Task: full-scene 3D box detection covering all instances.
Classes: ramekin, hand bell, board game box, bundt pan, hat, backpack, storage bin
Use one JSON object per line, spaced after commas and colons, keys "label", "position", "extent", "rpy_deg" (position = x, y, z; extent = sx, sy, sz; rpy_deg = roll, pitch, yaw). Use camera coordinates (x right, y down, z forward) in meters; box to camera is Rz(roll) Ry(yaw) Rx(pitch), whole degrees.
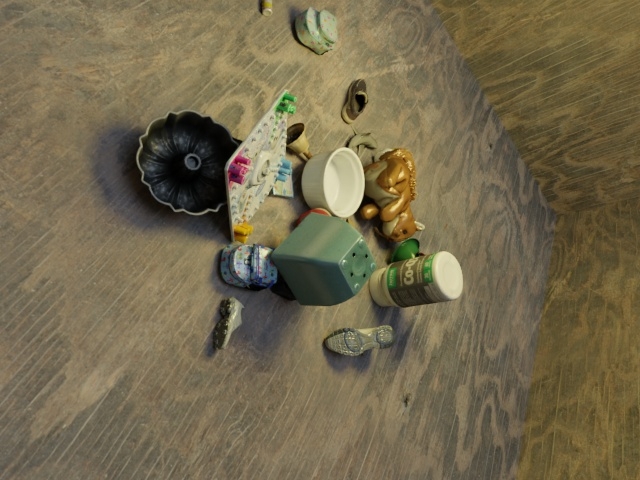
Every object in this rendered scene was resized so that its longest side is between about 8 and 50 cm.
{"label": "ramekin", "position": [0.048, -0.232, 1.969], "extent": [0.277, 0.135, 0.277], "rpy_deg": [-7, 99, -51]}
{"label": "hand bell", "position": [-0.052, -0.350, 1.994], "extent": [0.242, 0.126, 0.126], "rpy_deg": [48, 48, -39]}
{"label": "board game box", "position": [-0.157, -0.243, 1.890], "extent": [0.103, 0.026, 0.154], "rpy_deg": [5, 74, -44]}
{"label": "bundt pan", "position": [-0.415, -0.231, 1.524], "extent": [0.331, 0.124, 0.330], "rpy_deg": [5, 81, -30]}
{"label": "hat", "position": [0.441, 0.103, 2.213], "extent": [0.208, 0.183, 0.173], "rpy_deg": [18, 108, -50]}
{"label": "backpack", "position": [-0.243, 0.082, 1.638], "extent": [0.173, 0.117, 0.158], "rpy_deg": [20, 65, -39]}
{"label": "backpack", "position": [-0.016, -0.944, 2.176], "extent": [0.188, 0.144, 0.165], "rpy_deg": [8, 77, -40]}
{"label": "storage bin", "position": [-0.101, 0.119, 1.791], "extent": [0.122, 0.084, 0.180], "rpy_deg": [31, 58, -34]}
{"label": "board game box", "position": [-0.187, -0.234, 1.612], "extent": [0.050, 0.390, 0.390], "rpy_deg": [23, 57, 9]}

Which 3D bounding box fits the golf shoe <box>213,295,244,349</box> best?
{"label": "golf shoe", "position": [-0.287, 0.272, 1.572], "extent": [0.086, 0.069, 0.176], "rpy_deg": [35, 56, -40]}

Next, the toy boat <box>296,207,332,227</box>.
{"label": "toy boat", "position": [0.000, 0.000, 1.868], "extent": [0.231, 0.151, 0.151], "rpy_deg": [53, 35, -18]}

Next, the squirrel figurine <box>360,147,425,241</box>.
{"label": "squirrel figurine", "position": [0.350, -0.200, 2.217], "extent": [0.370, 0.281, 0.397], "rpy_deg": [58, 48, -24]}

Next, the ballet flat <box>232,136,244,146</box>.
{"label": "ballet flat", "position": [-0.291, -0.344, 1.773], "extent": [0.173, 0.049, 0.057], "rpy_deg": [6, 74, -44]}

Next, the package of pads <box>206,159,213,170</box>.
{"label": "package of pads", "position": [-0.385, -0.268, 1.654], "extent": [0.032, 0.050, 0.083], "rpy_deg": [10, 70, -42]}

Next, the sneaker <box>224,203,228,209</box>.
{"label": "sneaker", "position": [-0.298, -0.195, 1.707], "extent": [0.071, 0.066, 0.188], "rpy_deg": [13, 69, -43]}

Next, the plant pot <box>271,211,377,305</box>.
{"label": "plant pot", "position": [0.039, 0.074, 1.653], "extent": [0.248, 0.252, 0.247], "rpy_deg": [-48, 126, -31]}

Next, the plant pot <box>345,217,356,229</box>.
{"label": "plant pot", "position": [0.120, 0.027, 1.957], "extent": [0.032, 0.236, 0.236], "rpy_deg": [1, 73, -4]}

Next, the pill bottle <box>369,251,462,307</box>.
{"label": "pill bottle", "position": [0.397, 0.177, 2.067], "extent": [0.204, 0.361, 0.204], "rpy_deg": [17, 66, -41]}

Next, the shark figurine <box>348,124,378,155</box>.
{"label": "shark figurine", "position": [0.189, -0.453, 2.244], "extent": [0.166, 0.116, 0.278], "rpy_deg": [57, 44, -14]}

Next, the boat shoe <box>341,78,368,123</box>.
{"label": "boat shoe", "position": [0.184, -0.675, 2.320], "extent": [0.103, 0.092, 0.285], "rpy_deg": [42, 51, -27]}

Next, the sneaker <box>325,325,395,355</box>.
{"label": "sneaker", "position": [0.148, 0.400, 1.935], "extent": [0.297, 0.129, 0.111], "rpy_deg": [3, 76, -25]}

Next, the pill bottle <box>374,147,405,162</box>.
{"label": "pill bottle", "position": [0.348, -0.401, 2.389], "extent": [0.184, 0.103, 0.103], "rpy_deg": [-12, 86, -46]}

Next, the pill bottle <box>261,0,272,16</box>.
{"label": "pill bottle", "position": [-0.225, -0.993, 2.050], "extent": [0.043, 0.043, 0.083], "rpy_deg": [11, 69, -43]}
